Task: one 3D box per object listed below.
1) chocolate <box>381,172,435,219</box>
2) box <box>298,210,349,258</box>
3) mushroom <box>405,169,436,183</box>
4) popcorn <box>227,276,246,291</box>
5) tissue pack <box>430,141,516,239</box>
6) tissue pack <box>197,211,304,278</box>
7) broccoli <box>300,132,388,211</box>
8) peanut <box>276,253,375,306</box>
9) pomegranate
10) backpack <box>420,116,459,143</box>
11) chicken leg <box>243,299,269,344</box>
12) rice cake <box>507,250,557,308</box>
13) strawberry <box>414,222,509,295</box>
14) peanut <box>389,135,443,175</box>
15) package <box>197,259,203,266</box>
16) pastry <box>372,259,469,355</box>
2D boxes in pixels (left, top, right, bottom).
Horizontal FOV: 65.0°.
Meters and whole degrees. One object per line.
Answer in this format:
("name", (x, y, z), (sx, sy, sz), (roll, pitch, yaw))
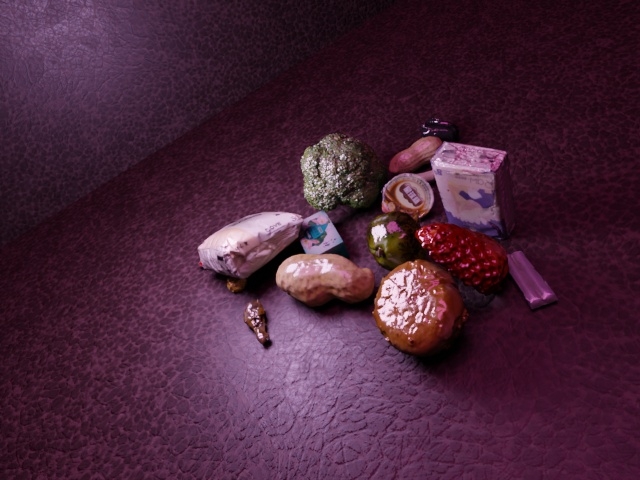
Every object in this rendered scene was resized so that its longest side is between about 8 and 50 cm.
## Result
("chocolate", (0.348, -0.180, 2.003), (0.221, 0.221, 0.147), (-14, 15, 14))
("box", (0.000, 0.000, 2.028), (0.153, 0.092, 0.245), (-28, 40, -2))
("mushroom", (0.446, -0.267, 2.102), (0.209, 0.084, 0.071), (-18, 80, 0))
("popcorn", (-0.342, 0.171, 2.052), (0.082, 0.057, 0.083), (-26, 37, -2))
("tissue pack", (0.533, -0.172, 1.736), (0.242, 0.344, 0.125), (20, 60, 39))
("tissue pack", (-0.291, 0.006, 2.062), (0.375, 0.195, 0.390), (-34, 19, -31))
("broccoli", (0.093, -0.289, 2.111), (0.413, 0.321, 0.310), (-34, 23, -25))
("peanut", (0.012, 0.144, 1.811), (0.387, 0.169, 0.192), (0, 63, 27))
("pomegranate", (0.279, -0.002, 1.823), (0.204, 0.222, 0.276), (-23, 7, 14))
("backpack", (0.534, -0.481, 2.252), (0.165, 0.106, 0.120), (20, 35, 22))
("chicken leg", (-0.233, 0.308, 1.853), (0.085, 0.069, 0.198), (-11, 44, -19))
("rice cake", (0.655, 0.121, 1.598), (0.085, 0.040, 0.226), (-23, 40, 5))
("strawberry", (0.457, 0.028, 1.583), (0.149, 0.336, 0.265), (-52, 32, 19))
("peanut", (0.413, -0.365, 2.187), (0.256, 0.123, 0.123), (-28, 40, 4))
("package", (-0.435, 0.035, 2.264), (0.154, 0.030, 0.239), (3, 47, 27))
("pastry", (0.315, 0.216, 1.559), (0.284, 0.184, 0.316), (-43, 42, 14))
